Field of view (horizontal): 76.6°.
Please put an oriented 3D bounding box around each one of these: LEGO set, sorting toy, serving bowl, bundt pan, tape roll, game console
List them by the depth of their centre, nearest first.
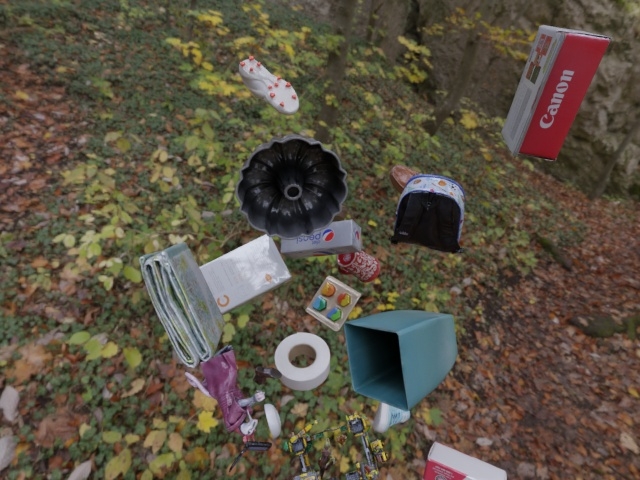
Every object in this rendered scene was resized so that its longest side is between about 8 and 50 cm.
[{"bbox_3d":[-0.116,0.449,1.016,0.027,0.083,0.083,-17,27,-10],"label":"serving bowl"},{"bbox_3d":[-0.195,0.604,1.127,0.107,0.122,0.071,8,57,-10],"label":"game console"},{"bbox_3d":[-0.091,-0.170,1.220,0.330,0.331,0.124,10,30,-19],"label":"bundt pan"},{"bbox_3d":[0.028,0.687,1.269,0.331,0.255,0.192,-16,-27,15],"label":"LEGO set"},{"bbox_3d":[0.055,0.283,1.860,0.193,0.208,0.038,29,-13,28],"label":"sorting toy"},{"bbox_3d":[-0.091,0.616,2.083,0.286,0.100,0.286,-2,41,1],"label":"tape roll"}]

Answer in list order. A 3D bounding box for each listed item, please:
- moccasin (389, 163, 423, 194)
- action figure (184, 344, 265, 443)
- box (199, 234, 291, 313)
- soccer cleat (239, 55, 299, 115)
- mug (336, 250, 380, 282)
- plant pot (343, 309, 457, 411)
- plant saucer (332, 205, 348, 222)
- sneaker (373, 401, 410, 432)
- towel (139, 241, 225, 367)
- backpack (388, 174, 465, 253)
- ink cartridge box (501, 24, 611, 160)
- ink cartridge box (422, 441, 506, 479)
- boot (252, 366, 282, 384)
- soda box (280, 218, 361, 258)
[{"bbox_3d":[0.478,-0.217,1.856,0.380,0.139,0.147,46,-9,8],"label":"moccasin"},{"bbox_3d":[-0.355,0.608,1.558,0.275,0.248,0.370,-19,59,-15],"label":"action figure"},{"bbox_3d":[-0.320,0.149,1.732,0.345,0.215,0.168,-26,-7,-7],"label":"box"},{"bbox_3d":[-0.118,-0.350,0.949,0.068,0.076,0.196,-38,72,-18],"label":"soccer cleat"},{"bbox_3d":[0.134,0.101,1.606,0.169,0.150,0.113,31,22,-47],"label":"mug"},{"bbox_3d":[0.203,0.248,0.941,0.234,0.165,0.165,-11,5,-39],"label":"plant pot"},{"bbox_3d":[-0.023,-0.078,1.609,0.277,0.041,0.278,-11,-12,-2],"label":"plant saucer"},{"bbox_3d":[0.341,0.782,1.865,0.150,0.135,0.366,17,8,15],"label":"sneaker"},{"bbox_3d":[-0.393,0.168,1.190,0.090,0.321,0.374,-23,7,-5],"label":"towel"},{"bbox_3d":[0.396,-0.107,1.449,0.276,0.263,0.213,9,52,12],"label":"backpack"},{"bbox_3d":[0.616,-0.388,1.085,0.130,0.309,0.272,13,33,9],"label":"ink cartridge box"},{"bbox_3d":[0.411,0.818,1.230,0.226,0.306,0.131,14,8,24],"label":"ink cartridge box"},{"bbox_3d":[-0.207,0.531,1.568,0.106,0.114,0.037,17,43,1],"label":"boot"},{"bbox_3d":[0.000,0.000,1.464,0.286,0.098,0.091,-7,-21,25],"label":"soda box"}]
